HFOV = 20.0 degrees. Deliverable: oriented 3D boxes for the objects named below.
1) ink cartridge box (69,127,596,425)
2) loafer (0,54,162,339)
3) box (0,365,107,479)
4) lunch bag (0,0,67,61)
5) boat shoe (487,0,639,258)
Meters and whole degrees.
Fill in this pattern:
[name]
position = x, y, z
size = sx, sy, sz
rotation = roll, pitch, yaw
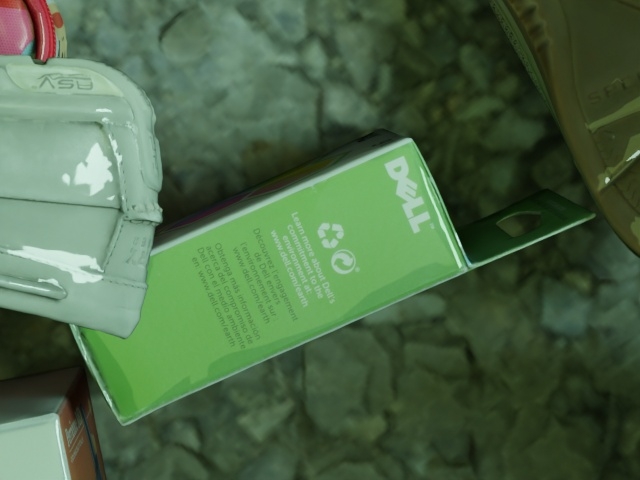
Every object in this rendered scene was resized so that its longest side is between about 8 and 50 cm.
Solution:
[ink cartridge box]
position = 0.000, 0.000, 0.766
size = 0.209, 0.109, 0.062
rotation = -24, 96, -1
[loafer]
position = -0.216, -0.009, 0.642
size = 0.319, 0.112, 0.111
rotation = -1, 90, -6
[box]
position = -0.131, 0.151, 0.761
size = 0.091, 0.130, 0.170
rotation = -11, 96, -1
[lunch bag]
position = -0.250, -0.036, 0.752
size = 0.258, 0.120, 0.293
rotation = 40, 92, -9
[boat shoe]
position = 0.116, -0.123, 0.771
size = 0.109, 0.098, 0.302
rotation = -22, 79, 6
